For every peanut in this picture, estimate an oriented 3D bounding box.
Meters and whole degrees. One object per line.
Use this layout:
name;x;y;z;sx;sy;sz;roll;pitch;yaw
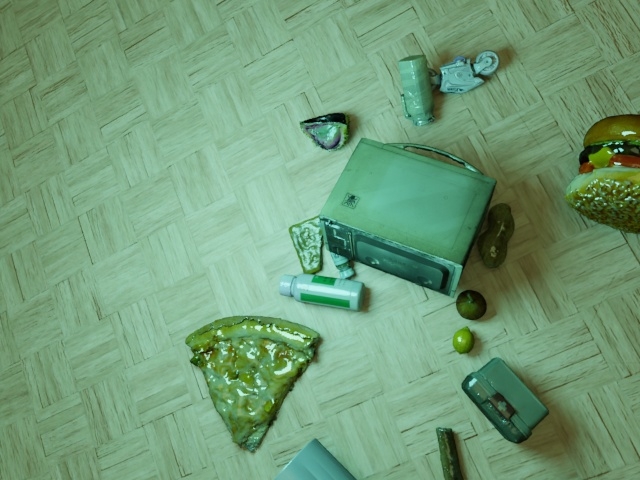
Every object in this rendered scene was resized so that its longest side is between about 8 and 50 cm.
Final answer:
peanut;0.505;-0.015;1.505;0.089;0.089;0.193;17;82;17

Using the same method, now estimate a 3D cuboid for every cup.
cup;0.003;0.781;1.461;0.327;0.237;0.323;41;123;17

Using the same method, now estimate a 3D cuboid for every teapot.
teapot;0.282;-0.452;1.590;0.107;0.077;0.200;13;128;46

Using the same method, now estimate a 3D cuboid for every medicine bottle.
medicine bottle;0.049;0.022;1.612;0.051;0.051;0.191;-22;95;11
medicine bottle;0.003;0.155;1.609;0.260;0.095;0.095;7;84;15

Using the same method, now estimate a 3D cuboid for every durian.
durian;0.030;-0.347;1.691;0.186;0.119;0.108;4;121;27

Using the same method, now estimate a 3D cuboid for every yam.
yam;0.366;0.643;1.456;0.057;0.057;0.241;-12;80;14

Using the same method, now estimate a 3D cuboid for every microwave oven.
microwave oven;0.245;-0.067;1.471;0.394;0.247;0.333;21;69;18

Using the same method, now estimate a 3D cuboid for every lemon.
lemon;0.409;0.286;1.494;0.062;0.062;0.083;16;82;17

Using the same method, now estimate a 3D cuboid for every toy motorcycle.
toy motorcycle;0.419;-0.502;1.598;0.254;0.112;0.112;-13;79;19

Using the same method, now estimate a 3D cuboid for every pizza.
pizza;-0.255;0.383;1.656;0.392;0.080;0.435;33;90;17

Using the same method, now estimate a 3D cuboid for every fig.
fig;0.424;0.178;1.473;0.089;0.125;0.089;-4;76;15

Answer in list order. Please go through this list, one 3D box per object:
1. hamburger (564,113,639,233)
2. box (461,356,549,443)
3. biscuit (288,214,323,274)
hamburger;0.805;-0.154;1.316;0.330;0.330;0.250;22;89;17
box;0.493;0.427;1.410;0.129;0.148;0.210;-40;73;-5
biscuit;0.000;0.000;1.662;0.183;0.039;0.174;-26;75;11
